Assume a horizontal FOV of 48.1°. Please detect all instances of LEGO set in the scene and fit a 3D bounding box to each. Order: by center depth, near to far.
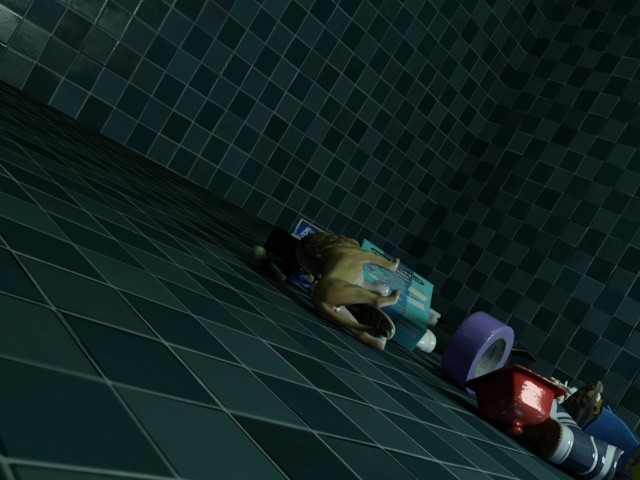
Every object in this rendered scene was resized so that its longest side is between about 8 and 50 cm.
[{"bbox_3d":[0.670,0.490,2.035,0.132,0.107,0.287,28,-20,40],"label":"LEGO set"}]

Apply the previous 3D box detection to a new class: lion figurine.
[{"bbox_3d":[0.048,0.094,1.616,0.240,0.142,0.392,18,18,-3],"label":"lion figurine"}]

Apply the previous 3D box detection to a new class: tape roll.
[{"bbox_3d":[0.382,0.272,1.742,0.080,0.189,0.189,32,2,37],"label":"tape roll"}]

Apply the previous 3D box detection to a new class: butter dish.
[{"bbox_3d":[0.394,0.339,1.460,0.160,0.118,0.160,28,-37,-21],"label":"butter dish"}]

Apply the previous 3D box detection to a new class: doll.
[{"bbox_3d":[-0.096,0.068,1.772,0.189,0.046,0.129,31,11,-28],"label":"doll"}]

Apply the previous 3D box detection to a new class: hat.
[{"bbox_3d":[0.503,0.360,2.261,0.331,0.134,0.331,22,-3,1],"label":"hat"}]

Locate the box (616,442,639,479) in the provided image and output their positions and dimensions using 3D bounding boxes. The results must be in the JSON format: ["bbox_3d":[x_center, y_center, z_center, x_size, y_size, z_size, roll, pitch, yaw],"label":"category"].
[{"bbox_3d":[0.828,0.495,1.501,0.290,0.279,0.177,29,2,-22],"label":"box"}]

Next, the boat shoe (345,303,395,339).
[{"bbox_3d":[0.107,0.185,1.717,0.190,0.068,0.072,32,-9,35],"label":"boat shoe"}]

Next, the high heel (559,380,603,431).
[{"bbox_3d":[0.594,0.400,1.700,0.093,0.186,0.261,31,2,6],"label":"high heel"}]

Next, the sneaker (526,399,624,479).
[{"bbox_3d":[0.530,0.420,1.501,0.153,0.099,0.282,26,8,6],"label":"sneaker"}]

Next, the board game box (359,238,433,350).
[{"bbox_3d":[0.182,0.142,2.002,0.253,0.079,0.336,34,21,0],"label":"board game box"}]

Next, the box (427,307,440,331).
[{"bbox_3d":[0.338,0.267,2.492,0.101,0.102,0.087,29,4,-24],"label":"box"}]

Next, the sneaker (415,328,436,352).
[{"bbox_3d":[0.241,0.247,2.065,0.094,0.080,0.212,16,11,-30],"label":"sneaker"}]

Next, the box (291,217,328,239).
[{"bbox_3d":[0.000,0.000,2.085,0.169,0.059,0.054,31,3,-3],"label":"box"}]

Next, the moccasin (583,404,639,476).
[{"bbox_3d":[0.780,0.557,1.840,0.342,0.138,0.117,48,5,27],"label":"moccasin"}]

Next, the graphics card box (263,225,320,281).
[{"bbox_3d":[0.024,0.097,2.188,0.371,0.094,0.233,28,4,-31],"label":"graphics card box"}]
